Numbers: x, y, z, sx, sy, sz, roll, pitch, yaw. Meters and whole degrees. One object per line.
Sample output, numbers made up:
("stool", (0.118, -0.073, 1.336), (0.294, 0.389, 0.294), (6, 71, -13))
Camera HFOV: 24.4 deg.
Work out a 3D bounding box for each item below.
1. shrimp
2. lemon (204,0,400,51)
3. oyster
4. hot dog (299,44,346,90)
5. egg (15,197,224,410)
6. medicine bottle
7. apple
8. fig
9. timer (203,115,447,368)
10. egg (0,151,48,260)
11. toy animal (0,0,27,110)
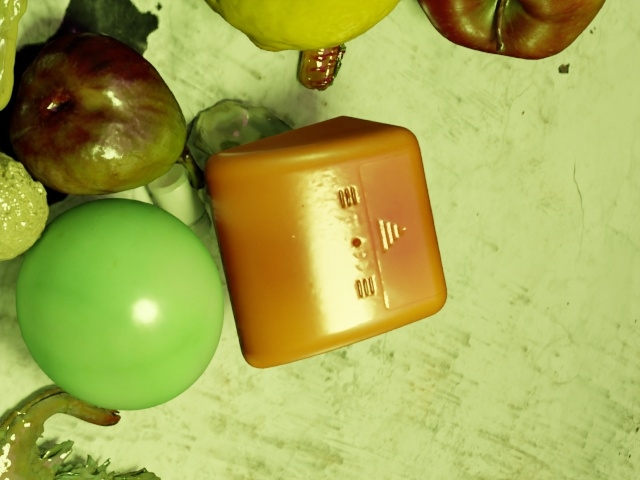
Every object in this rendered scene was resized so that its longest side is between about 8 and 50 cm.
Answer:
("shrimp", (-0.291, 0.253, 1.737), (0.253, 0.058, 0.173), (-2, 99, -46))
("lemon", (-0.015, -0.354, 1.607), (0.297, 0.297, 0.297), (-23, 122, -41))
("oyster", (-0.035, -0.032, 1.849), (0.351, 0.114, 0.238), (16, 78, -58))
("hot dog", (0.009, -0.258, 1.857), (0.062, 0.038, 0.144), (0, 106, -48))
("egg", (-0.213, 0.072, 1.606), (0.220, 0.220, 0.270), (-57, 154, -14))
("medicine bottle", (-0.164, -0.044, 1.744), (0.052, 0.052, 0.089), (-47, 136, -24))
("apple", (0.258, -0.395, 1.902), (0.288, 0.288, 0.317), (46, 58, -48))
("fig", (-0.205, -0.112, 1.597), (0.274, 0.145, 0.170), (25, 79, -51))
("timer", (0.000, 0.000, 1.730), (0.250, 0.161, 0.257), (-17, 101, -27))
("egg", (-0.341, -0.037, 1.501), (0.118, 0.116, 0.140), (-46, 144, 8))
("toy animal", (-0.328, -0.212, 1.447), (0.103, 0.101, 0.219), (5, 103, -48))
